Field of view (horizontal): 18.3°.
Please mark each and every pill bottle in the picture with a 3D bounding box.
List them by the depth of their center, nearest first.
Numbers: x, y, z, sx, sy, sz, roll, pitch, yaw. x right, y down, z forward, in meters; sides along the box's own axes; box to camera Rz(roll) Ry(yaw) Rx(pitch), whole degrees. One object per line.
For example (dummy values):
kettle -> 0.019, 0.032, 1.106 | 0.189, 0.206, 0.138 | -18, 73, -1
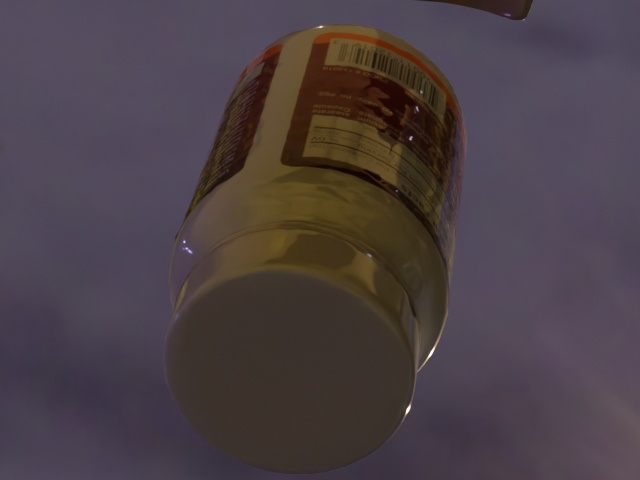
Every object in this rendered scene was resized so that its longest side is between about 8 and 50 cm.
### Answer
pill bottle -> 0.000, 0.000, 1.615 | 0.224, 0.224, 0.392 | 1, -150, 8

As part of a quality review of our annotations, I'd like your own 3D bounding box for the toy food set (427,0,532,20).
toy food set -> 0.052, -0.278, 1.470 | 0.306, 0.220, 0.092 | 0, -159, -35
